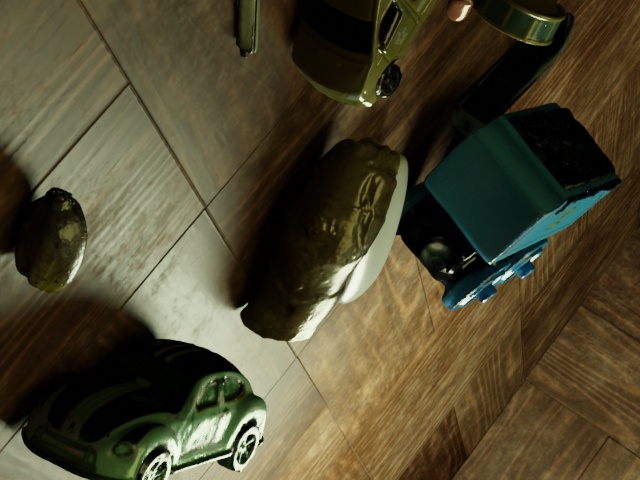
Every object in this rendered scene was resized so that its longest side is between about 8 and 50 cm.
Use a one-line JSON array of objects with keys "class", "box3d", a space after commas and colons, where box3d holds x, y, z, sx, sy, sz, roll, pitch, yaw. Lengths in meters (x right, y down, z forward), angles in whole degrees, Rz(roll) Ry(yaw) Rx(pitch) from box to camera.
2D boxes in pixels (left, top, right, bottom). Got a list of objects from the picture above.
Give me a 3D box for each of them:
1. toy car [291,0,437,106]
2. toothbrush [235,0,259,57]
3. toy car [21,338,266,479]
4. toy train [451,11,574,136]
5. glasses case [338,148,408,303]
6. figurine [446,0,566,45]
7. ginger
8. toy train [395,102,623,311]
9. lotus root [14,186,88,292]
[{"class": "toy car", "box3d": [0.061, -0.255, 1.144, 0.256, 0.101, 0.124, -58, 154, 1]}, {"class": "toothbrush", "box3d": [-0.055, -0.260, 0.992, 0.294, 0.026, 0.028, 99, 18, -47]}, {"class": "toy car", "box3d": [-0.163, 0.167, 1.242, 0.306, 0.136, 0.125, 4, 105, -64]}, {"class": "toy train", "box3d": [0.275, -0.231, 1.696, 0.252, 0.055, 0.048, -44, 155, -27]}, {"class": "glasses case", "box3d": [0.056, -0.015, 1.537, 0.092, 0.059, 0.233, -37, 152, -37]}, {"class": "figurine", "box3d": [0.238, -0.347, 1.305, 0.161, 0.158, 0.275, -2, 128, -33]}, {"class": "ginger", "box3d": [0.000, 0.000, 1.384, 0.109, 0.116, 0.263, 17, 118, -25]}, {"class": "toy train", "box3d": [0.245, -0.052, 1.649, 0.265, 0.188, 0.300, -44, 167, 31]}, {"class": "lotus root", "box3d": [-0.213, -0.003, 0.987, 0.049, 0.054, 0.099, -16, 137, -44]}]
